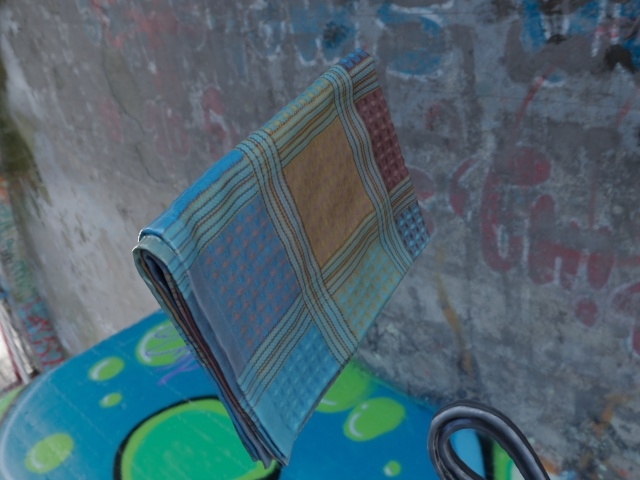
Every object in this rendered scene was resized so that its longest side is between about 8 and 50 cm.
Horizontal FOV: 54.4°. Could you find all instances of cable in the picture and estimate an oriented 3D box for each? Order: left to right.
[{"bbox_3d":[0.178,0.237,0.421,0.140,0.072,0.287,-26,92,21],"label":"cable"}]

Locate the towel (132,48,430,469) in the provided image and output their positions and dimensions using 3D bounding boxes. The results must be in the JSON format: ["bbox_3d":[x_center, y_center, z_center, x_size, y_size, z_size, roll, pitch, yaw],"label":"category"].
[{"bbox_3d":[0.000,0.000,0.630,0.040,0.370,0.271,2,127,38],"label":"towel"}]
